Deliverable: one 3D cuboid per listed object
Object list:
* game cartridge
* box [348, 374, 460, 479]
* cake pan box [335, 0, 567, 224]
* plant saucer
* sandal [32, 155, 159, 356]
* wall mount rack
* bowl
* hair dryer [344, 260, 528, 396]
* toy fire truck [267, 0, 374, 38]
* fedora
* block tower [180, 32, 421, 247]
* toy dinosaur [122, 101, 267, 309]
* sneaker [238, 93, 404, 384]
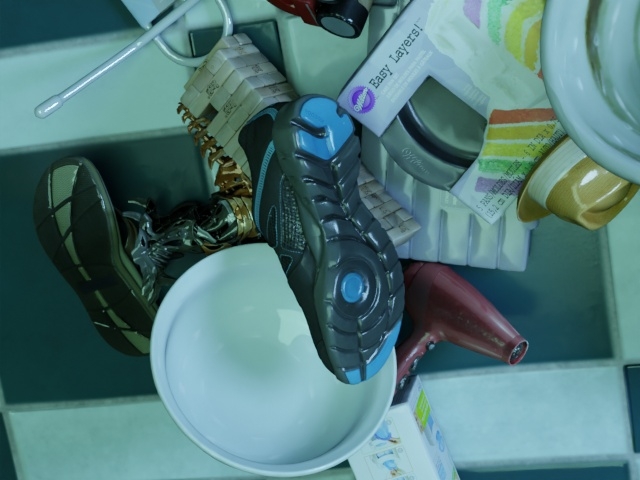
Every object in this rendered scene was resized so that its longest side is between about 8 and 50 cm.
[{"bbox_3d":[0.166,-0.145,1.687,0.230,0.068,0.355,6,106,7],"label":"game cartridge"},{"bbox_3d":[0.110,0.298,1.789,0.103,0.114,0.203,-19,99,16],"label":"box"},{"bbox_3d":[0.184,-0.186,1.596,0.245,0.070,0.267,40,113,-2],"label":"cake pan box"},{"bbox_3d":[0.427,-0.225,1.408,0.400,0.100,0.400,-14,65,32],"label":"plant saucer"},{"bbox_3d":[-0.288,0.018,1.824,0.120,0.086,0.303,-6,121,25],"label":"sandal"},{"bbox_3d":[-0.284,-0.332,1.697,0.304,0.130,0.350,-35,94,19],"label":"wall mount rack"},{"bbox_3d":[-0.067,0.163,1.659,0.298,0.298,0.134,33,149,2],"label":"bowl"},{"bbox_3d":[0.121,0.135,1.725,0.293,0.080,0.224,-10,72,25],"label":"hair dryer"},{"bbox_3d":[-0.070,-0.329,1.564,0.246,0.217,0.158,16,75,23],"label":"toy fire truck"},{"bbox_3d":[0.318,-0.068,1.600,0.194,0.194,0.079,-50,63,20],"label":"fedora"},{"bbox_3d":[-0.031,-0.101,1.687,0.335,0.091,0.097,47,119,10],"label":"block tower"},{"bbox_3d":[-0.130,-0.014,1.767,0.218,0.164,0.322,-16,83,2],"label":"toy dinosaur"},{"bbox_3d":[0.000,0.000,1.597,0.139,0.125,0.341,-3,102,50],"label":"sneaker"}]
